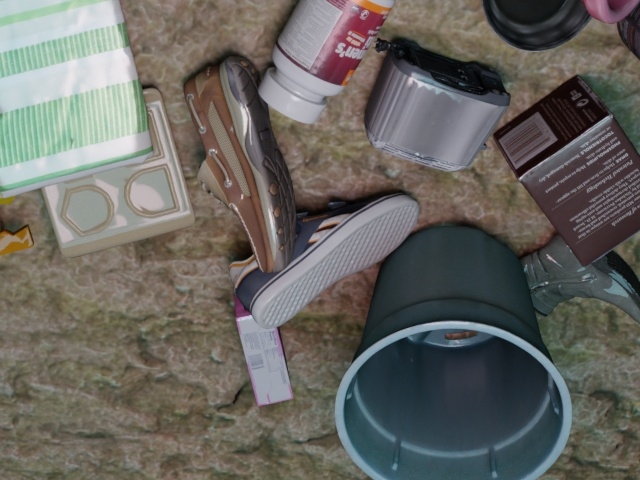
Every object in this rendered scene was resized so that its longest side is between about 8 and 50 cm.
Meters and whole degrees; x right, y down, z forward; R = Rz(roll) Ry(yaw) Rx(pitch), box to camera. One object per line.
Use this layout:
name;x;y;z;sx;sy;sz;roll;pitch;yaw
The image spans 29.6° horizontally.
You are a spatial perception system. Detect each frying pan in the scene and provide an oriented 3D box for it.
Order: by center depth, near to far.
frying pan;0.371;-0.415;1.764;0.326;0.053;0.197;-38;119;0

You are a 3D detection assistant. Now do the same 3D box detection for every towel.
towel;-0.389;-0.242;1.734;0.247;0.038;0.325;-15;109;-5

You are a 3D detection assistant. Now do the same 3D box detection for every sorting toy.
sorting toy;-0.363;-0.090;1.829;0.307;0.041;0.229;-15;110;-4

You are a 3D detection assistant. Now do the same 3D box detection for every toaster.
toaster;0.161;-0.200;1.810;0.226;0.129;0.146;15;118;-17

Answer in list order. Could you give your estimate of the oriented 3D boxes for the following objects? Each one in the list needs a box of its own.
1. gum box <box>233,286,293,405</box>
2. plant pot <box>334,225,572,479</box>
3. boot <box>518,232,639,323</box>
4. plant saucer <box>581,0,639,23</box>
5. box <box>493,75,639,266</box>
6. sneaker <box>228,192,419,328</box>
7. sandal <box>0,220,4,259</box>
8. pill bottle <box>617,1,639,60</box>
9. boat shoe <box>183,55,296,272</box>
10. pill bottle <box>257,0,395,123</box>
gum box;-0.096;0.162;1.987;0.062;0.107;0.188;-12;120;-1
plant pot;0.203;0.168;1.877;0.341;0.334;0.341;2;122;4
boot;0.436;0.080;2.042;0.161;0.083;0.246;-36;116;24
plant saucer;0.413;-0.459;1.613;0.084;0.332;0.332;26;119;23
box;0.402;-0.108;1.868;0.167;0.168;0.203;-36;118;11
sneaker;0.000;0.000;1.903;0.321;0.127;0.126;-32;145;-16
sandal;-0.529;-0.056;1.826;0.088;0.079;0.240;-10;119;-2
pill bottle;0.526;-0.286;1.742;0.130;0.246;0.131;-3;120;-6
boat shoe;-0.120;-0.106;1.804;0.116;0.123;0.325;-14;92;17
pill bottle;0.005;-0.286;1.745;0.121;0.121;0.221;24;113;-19
